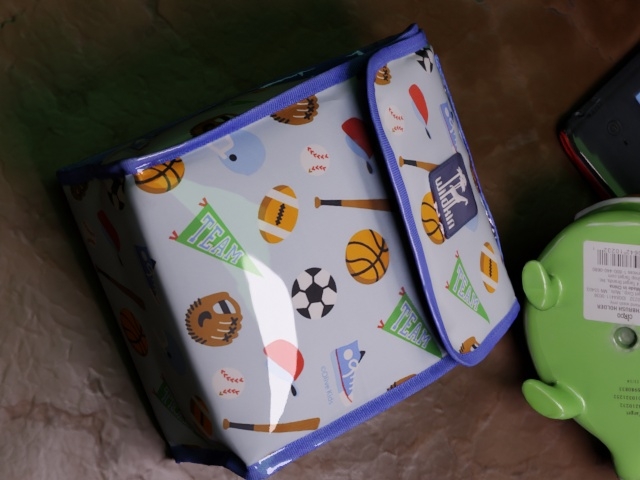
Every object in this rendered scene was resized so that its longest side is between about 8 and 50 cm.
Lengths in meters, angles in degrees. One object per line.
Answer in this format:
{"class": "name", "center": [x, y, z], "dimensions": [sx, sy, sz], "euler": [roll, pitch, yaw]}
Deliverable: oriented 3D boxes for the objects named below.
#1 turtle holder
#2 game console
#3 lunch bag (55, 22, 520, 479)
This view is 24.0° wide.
{"class": "turtle holder", "center": [0.362, 0.101, 1.600], "dimensions": [0.320, 0.243, 0.227], "euler": [60, 33, -3]}
{"class": "game console", "center": [0.501, -0.111, 1.788], "dimensions": [0.386, 0.060, 0.342], "euler": [-42, 100, -23]}
{"class": "lunch bag", "center": [0.000, 0.000, 1.454], "dimensions": [0.385, 0.239, 0.328], "euler": [-25, 102, -27]}
